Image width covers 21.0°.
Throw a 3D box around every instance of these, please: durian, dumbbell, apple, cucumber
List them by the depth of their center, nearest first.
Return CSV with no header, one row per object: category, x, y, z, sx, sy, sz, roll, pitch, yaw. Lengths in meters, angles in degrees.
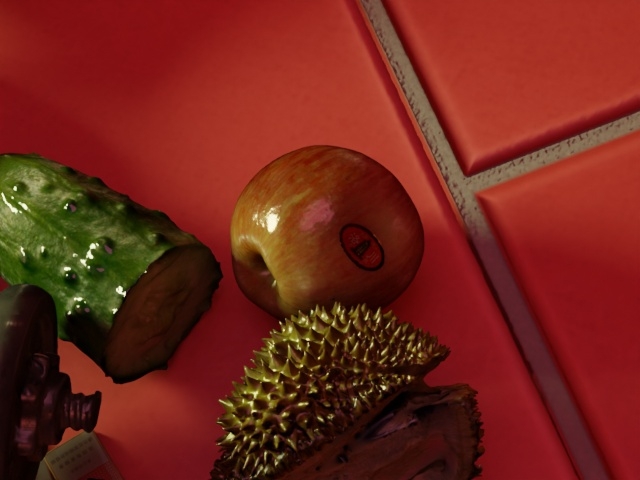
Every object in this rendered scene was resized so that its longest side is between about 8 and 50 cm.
dumbbell,-0.363,0.098,1.271,0.406,0.179,0.179,8,66,3
durian,-0.006,0.141,1.276,0.237,0.193,0.138,-17,41,-7
apple,0.000,0.000,1.344,0.131,0.146,0.146,-38,66,-23
cucumber,-0.204,-0.004,1.382,0.244,0.134,0.134,37,74,23

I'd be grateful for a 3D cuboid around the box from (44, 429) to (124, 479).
box,-0.177,0.190,1.347,0.046,0.012,0.083,-31,64,-10
